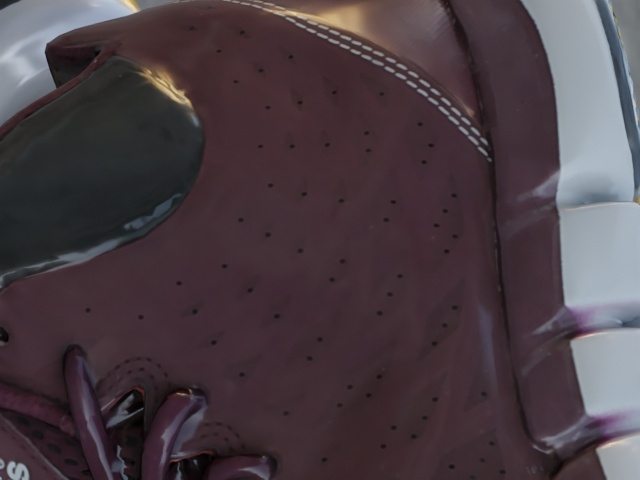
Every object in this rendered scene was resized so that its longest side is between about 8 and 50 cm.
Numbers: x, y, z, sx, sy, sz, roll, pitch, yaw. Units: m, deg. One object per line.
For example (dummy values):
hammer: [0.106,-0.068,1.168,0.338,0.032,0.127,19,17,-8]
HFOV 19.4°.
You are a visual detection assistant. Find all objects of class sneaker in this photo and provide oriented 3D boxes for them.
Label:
sneaker: [-0.005,0.070,0.366,0.106,0.163,0.281,91,-9,-62]

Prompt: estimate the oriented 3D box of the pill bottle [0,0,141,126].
pill bottle: [-0.130,-0.087,0.808,0.184,0.103,0.103,57,0,35]
